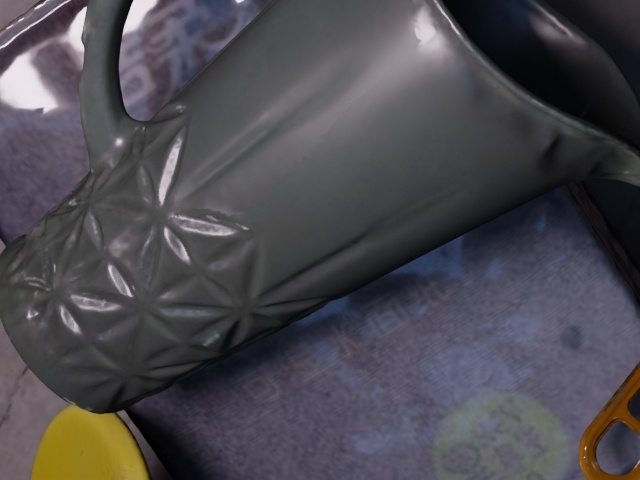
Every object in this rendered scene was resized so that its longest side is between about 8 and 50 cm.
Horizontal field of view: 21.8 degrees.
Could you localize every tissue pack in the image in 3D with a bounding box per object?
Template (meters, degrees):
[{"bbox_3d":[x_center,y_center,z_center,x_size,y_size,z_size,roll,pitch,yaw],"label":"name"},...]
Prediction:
[{"bbox_3d":[0.000,0.000,0.935,0.288,0.124,0.394,-30,102,12],"label":"tissue pack"}]

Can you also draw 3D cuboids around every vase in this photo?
[{"bbox_3d":[-0.025,-0.041,0.792,0.301,0.156,0.251,-35,104,21],"label":"vase"}]

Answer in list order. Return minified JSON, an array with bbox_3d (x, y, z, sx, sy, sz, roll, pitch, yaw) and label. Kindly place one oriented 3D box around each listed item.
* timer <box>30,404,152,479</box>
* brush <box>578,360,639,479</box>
[{"bbox_3d":[-0.140,0.323,0.932,0.376,0.376,0.387,37,132,-5],"label":"timer"},{"bbox_3d":[0.235,0.007,0.889,0.090,0.017,0.314,39,81,-6],"label":"brush"}]
